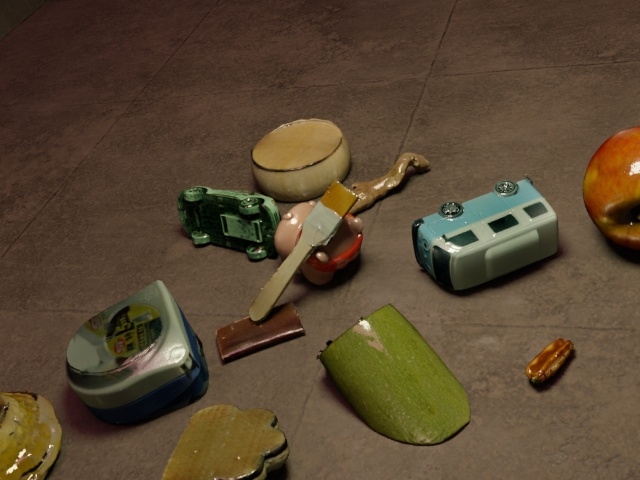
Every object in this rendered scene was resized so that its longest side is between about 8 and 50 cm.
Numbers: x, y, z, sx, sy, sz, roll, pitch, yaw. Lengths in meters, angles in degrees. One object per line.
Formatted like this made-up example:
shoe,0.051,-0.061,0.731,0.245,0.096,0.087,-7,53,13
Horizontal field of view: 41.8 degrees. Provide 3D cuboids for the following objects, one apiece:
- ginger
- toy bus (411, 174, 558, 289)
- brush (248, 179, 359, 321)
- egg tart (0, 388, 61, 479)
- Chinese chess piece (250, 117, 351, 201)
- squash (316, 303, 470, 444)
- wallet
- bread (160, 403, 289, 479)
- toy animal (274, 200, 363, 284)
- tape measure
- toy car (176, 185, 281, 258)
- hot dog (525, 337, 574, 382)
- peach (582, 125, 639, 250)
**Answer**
ginger,0.135,-0.133,2.009,0.288,0.075,0.089,-32,34,-14
toy bus,0.338,-0.004,1.700,0.271,0.133,0.164,-21,41,-9
brush,-0.042,0.028,1.719,0.085,0.020,0.336,39,94,32
egg tart,-0.663,0.394,1.585,0.346,0.132,0.345,-13,35,9
Chinese chess piece,-0.050,-0.206,2.141,0.257,0.104,0.257,-11,37,8
squash,0.137,0.262,1.526,0.189,0.189,0.260,-33,75,-20
wallet,-0.125,0.188,1.724,0.176,0.026,0.095,-22,42,-3
bread,-0.154,0.365,1.431,0.207,0.056,0.286,-3,19,12
toy animal,0.000,0.000,1.819,0.171,0.171,0.198,-37,33,-25
tape measure,-0.373,0.229,1.677,0.262,0.138,0.259,-23,35,-8
toy car,-0.203,-0.057,1.989,0.306,0.136,0.125,13,32,36
hot dog,0.405,0.213,1.474,0.122,0.037,0.049,-33,27,-29
peach,0.645,-0.110,1.627,0.281,0.238,0.281,-32,15,9
